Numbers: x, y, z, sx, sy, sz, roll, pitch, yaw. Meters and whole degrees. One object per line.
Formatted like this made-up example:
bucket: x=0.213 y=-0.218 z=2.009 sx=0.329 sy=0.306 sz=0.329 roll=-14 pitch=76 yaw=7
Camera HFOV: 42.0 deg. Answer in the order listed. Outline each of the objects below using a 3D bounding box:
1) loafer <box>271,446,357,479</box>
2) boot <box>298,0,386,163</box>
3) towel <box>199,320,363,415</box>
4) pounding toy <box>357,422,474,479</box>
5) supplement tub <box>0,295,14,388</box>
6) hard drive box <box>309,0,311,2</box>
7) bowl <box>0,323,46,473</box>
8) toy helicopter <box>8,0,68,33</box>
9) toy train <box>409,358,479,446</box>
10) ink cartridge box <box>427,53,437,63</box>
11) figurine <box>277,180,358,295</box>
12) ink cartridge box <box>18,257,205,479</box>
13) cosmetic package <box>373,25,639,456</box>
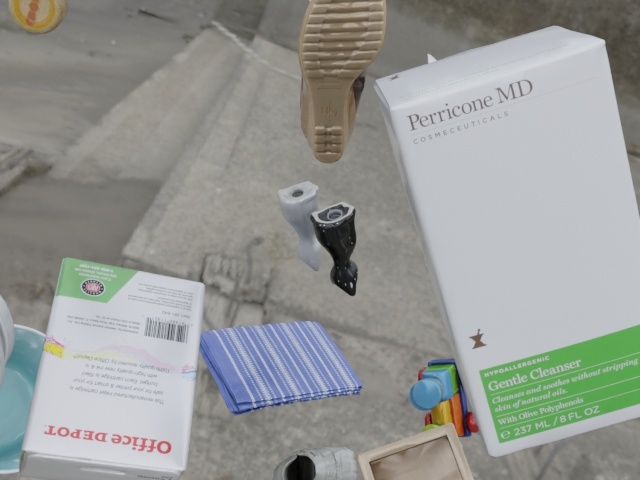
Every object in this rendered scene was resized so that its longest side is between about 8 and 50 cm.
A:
loafer: x=-0.039 y=0.509 z=1.835 sx=0.111 sy=0.319 sz=0.112 roll=3 pitch=67 yaw=-29
boot: x=0.017 y=-0.235 z=0.978 sx=0.090 sy=0.248 sz=0.207 roll=7 pitch=35 yaw=-5
towel: x=-0.094 y=0.279 z=1.875 sx=0.336 sy=0.040 sz=0.243 roll=-2 pitch=38 yaw=-34
pounding toy: x=0.101 y=0.351 z=1.046 sx=0.094 sy=0.206 sz=0.181 roll=62 pitch=9 yaw=-72
supplement tub: x=-0.496 y=0.170 z=0.922 sx=0.228 sy=0.228 sz=0.316 roll=20 pitch=26 yaw=-5
hard drive box: x=0.064 y=-0.532 z=1.468 sx=0.089 sy=0.232 sz=0.181 roll=18 pitch=45 yaw=-51
bowl: x=-0.695 y=0.347 z=1.800 sx=0.311 sy=0.311 sz=0.163 roll=12 pitch=-23 yaw=-31
toy helicopter: x=-0.433 y=-0.478 z=1.194 sx=0.235 sy=0.355 sz=0.140 roll=-14 pitch=22 yaw=-2
toy train: x=0.229 y=0.353 z=1.539 sx=0.105 sy=0.248 sz=0.143 roll=-7 pitch=2 yaw=27
ink cartridge box: x=0.196 y=-0.158 z=1.164 sx=0.198 sy=0.067 sz=0.115 roll=43 pitch=23 yaw=-16
figurine: x=0.000 y=0.000 z=1.822 sx=0.092 sy=0.209 sz=0.215 roll=-29 pitch=39 yaw=-24
ink cartridge box: x=-0.277 y=0.183 z=1.128 sx=0.201 sy=0.117 sz=0.278 roll=12 pitch=55 yaw=-16
cosmetic package: x=0.197 y=-0.001 z=0.812 sx=0.197 sy=0.365 sz=0.155 roll=-18 pitch=20 yaw=5
